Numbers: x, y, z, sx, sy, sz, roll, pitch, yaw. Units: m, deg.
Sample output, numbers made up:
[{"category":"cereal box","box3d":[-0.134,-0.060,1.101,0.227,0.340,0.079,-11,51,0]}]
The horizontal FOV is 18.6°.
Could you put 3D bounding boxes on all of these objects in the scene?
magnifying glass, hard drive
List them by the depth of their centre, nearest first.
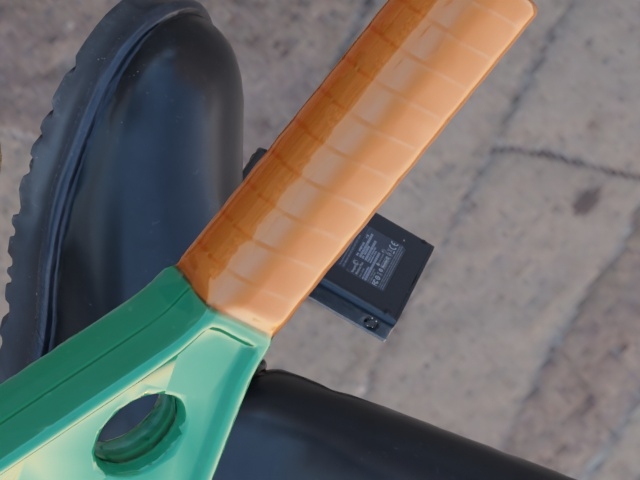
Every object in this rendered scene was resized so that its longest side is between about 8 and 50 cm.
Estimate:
[{"category":"magnifying glass","box3d":[-0.037,0.031,0.426,0.231,0.026,0.092,-49,140,9]},{"category":"hard drive","box3d":[0.000,0.000,1.264,0.135,0.094,0.022,30,128,0]}]

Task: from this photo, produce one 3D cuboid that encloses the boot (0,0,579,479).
[{"category":"boot","box3d":[0.040,0.108,1.060,0.146,0.445,0.367,-30,141,-57]}]
